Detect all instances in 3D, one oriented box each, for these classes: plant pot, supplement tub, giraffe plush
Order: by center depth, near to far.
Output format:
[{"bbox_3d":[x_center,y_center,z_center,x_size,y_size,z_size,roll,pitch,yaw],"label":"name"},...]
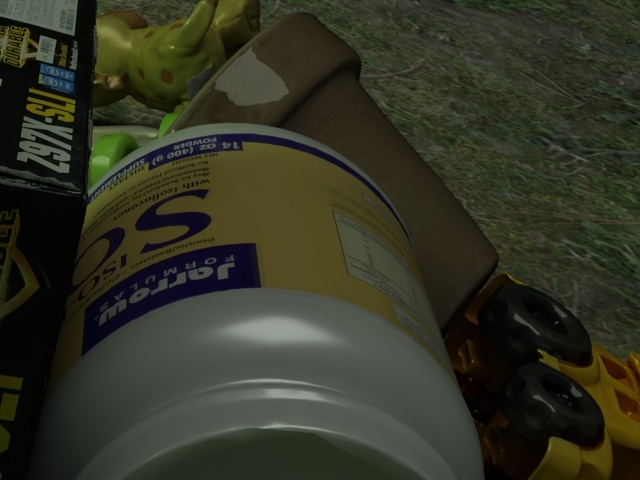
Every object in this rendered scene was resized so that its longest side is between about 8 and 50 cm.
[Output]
[{"bbox_3d":[-0.041,0.099,0.856,0.241,0.241,0.331,10,24,-11],"label":"supplement tub"},{"bbox_3d":[0.000,0.000,1.128,0.229,0.263,0.263,37,28,8],"label":"plant pot"},{"bbox_3d":[-0.165,-0.162,1.453,0.170,0.181,0.210,9,5,15],"label":"giraffe plush"}]

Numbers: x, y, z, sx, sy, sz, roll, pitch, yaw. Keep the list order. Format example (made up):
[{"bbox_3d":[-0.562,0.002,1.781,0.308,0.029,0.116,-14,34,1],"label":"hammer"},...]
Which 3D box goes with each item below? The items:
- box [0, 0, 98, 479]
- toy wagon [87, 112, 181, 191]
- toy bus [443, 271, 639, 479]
[{"bbox_3d":[-0.179,0.057,0.767,0.079,0.322,0.257,10,25,-14],"label":"box"},{"bbox_3d":[-0.254,-0.046,1.142,0.267,0.068,0.344,0,12,17],"label":"toy wagon"},{"bbox_3d":[0.172,0.155,1.011,0.211,0.149,0.220,27,24,-14],"label":"toy bus"}]
